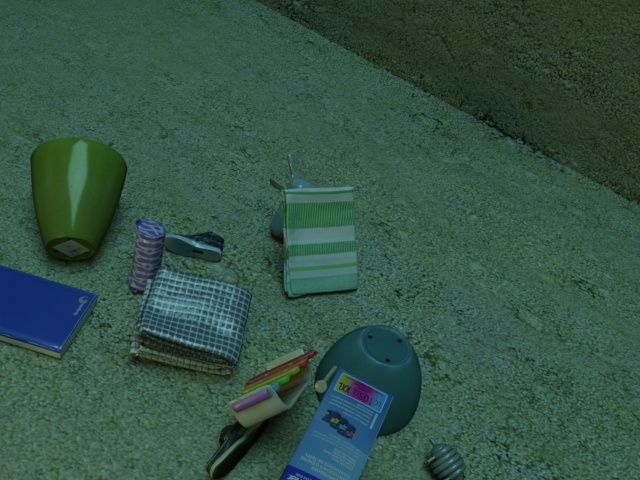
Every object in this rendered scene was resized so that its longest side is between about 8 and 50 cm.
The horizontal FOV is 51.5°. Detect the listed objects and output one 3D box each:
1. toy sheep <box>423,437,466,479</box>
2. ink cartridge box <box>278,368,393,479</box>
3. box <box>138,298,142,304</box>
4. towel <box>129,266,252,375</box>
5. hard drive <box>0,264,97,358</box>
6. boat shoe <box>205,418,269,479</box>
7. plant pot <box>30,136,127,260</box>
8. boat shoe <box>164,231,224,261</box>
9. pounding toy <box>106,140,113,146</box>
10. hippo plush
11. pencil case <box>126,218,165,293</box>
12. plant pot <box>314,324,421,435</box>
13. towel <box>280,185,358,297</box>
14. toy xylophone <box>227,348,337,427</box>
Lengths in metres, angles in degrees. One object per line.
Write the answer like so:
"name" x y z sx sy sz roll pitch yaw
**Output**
"toy sheep" 0.311 0.552 1.652 0.091 0.091 0.132 -22 72 -37
"ink cartridge box" 0.003 0.518 1.440 0.151 0.270 0.395 23 40 9
"box" -0.404 0.192 1.840 0.178 0.042 0.109 -12 48 -30
"towel" -0.335 0.206 1.742 0.284 0.121 0.235 17 52 -12
"hard drive" -0.780 0.175 1.732 0.319 0.040 0.210 17 40 0
"boat shoe" -0.205 0.473 1.573 0.073 0.080 0.223 27 36 20
"plant pot" -0.709 -0.101 1.928 0.275 0.275 0.293 3 58 -16
"boat shoe" -0.388 0.005 2.046 0.183 0.065 0.083 17 39 -10
"pounding toy" -0.737 -0.239 2.134 0.130 0.141 0.100 2 42 -18
"hippo plush" -0.024 -0.092 2.214 0.236 0.234 0.294 7 39 -53
"pencil case" -0.488 0.044 1.862 0.088 0.206 0.086 26 28 15
"plant pot" 0.145 0.336 1.753 0.290 0.195 0.290 9 41 -8
"towel" 0.000 0.000 2.021 0.248 0.325 0.038 -5 6 -23
"toy xylophone" -0.085 0.344 1.608 0.081 0.236 0.323 63 6 0
